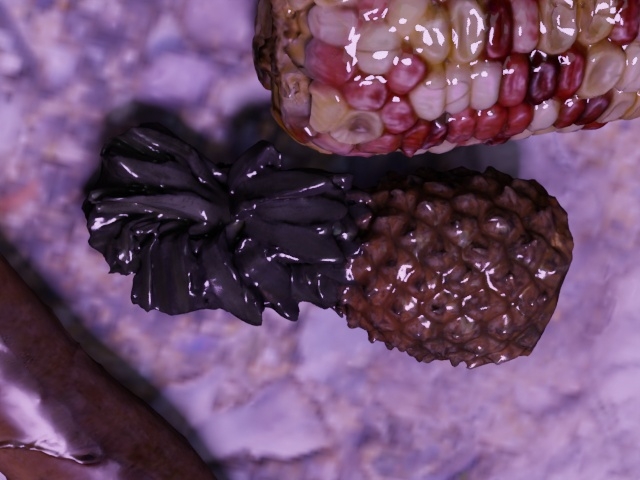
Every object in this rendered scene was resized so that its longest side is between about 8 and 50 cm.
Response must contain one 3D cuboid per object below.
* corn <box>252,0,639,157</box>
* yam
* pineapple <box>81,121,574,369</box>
[{"bbox_3d":[0.118,-0.087,0.524,0.290,0.098,0.098,-8,109,-12],"label":"corn"},{"bbox_3d":[-0.092,0.058,0.538,0.057,0.057,0.241,-39,113,0],"label":"yam"},{"bbox_3d":[0.000,0.000,0.539,0.159,0.074,0.074,10,104,-11],"label":"pineapple"}]
